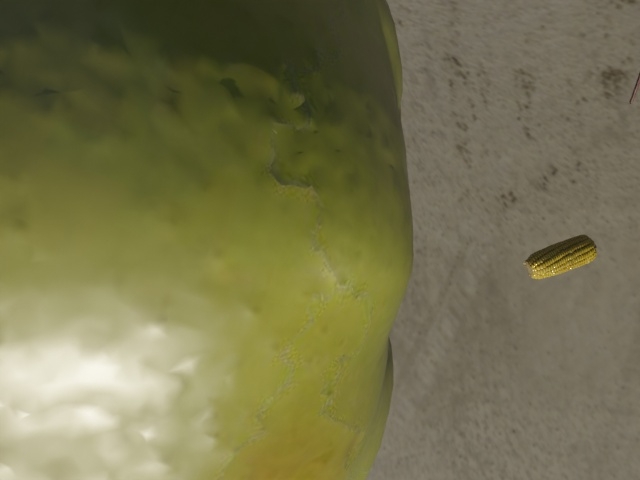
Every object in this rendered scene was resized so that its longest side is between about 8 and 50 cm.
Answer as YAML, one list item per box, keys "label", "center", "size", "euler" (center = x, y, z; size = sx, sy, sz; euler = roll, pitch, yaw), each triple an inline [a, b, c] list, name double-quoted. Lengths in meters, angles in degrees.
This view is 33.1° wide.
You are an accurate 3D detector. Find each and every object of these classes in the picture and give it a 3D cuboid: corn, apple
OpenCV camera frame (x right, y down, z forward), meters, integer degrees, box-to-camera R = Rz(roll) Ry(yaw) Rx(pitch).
- label: "corn"
  center: [0.279, 0.019, 1.247]
  size: [0.092, 0.037, 0.037]
  euler: [-18, 106, -16]
- label: "apple"
  center: [-0.169, -0.014, 0.537]
  size: [0.473, 0.473, 0.474]
  euler: [-1, 105, -2]

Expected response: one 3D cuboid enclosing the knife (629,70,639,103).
- label: "knife"
  center: [0.509, -0.327, 1.636]
  size: [0.018, 0.035, 0.247]
  euler: [19, 101, 13]
